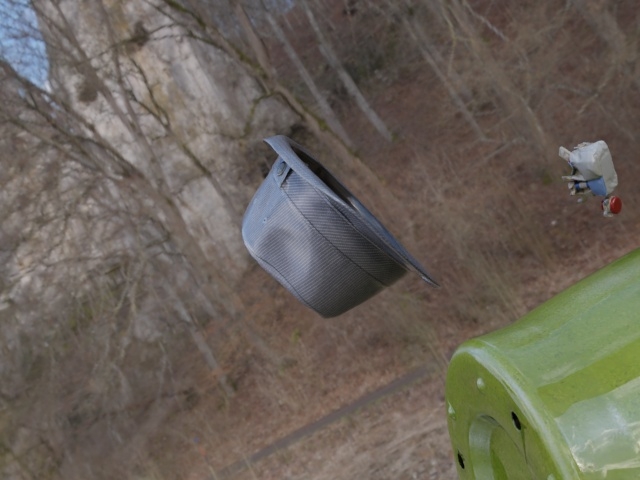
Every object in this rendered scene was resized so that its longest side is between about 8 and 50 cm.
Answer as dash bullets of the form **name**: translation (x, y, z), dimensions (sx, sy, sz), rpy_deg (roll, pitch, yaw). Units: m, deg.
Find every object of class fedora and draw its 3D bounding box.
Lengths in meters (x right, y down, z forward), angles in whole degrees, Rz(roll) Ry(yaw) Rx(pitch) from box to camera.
- **fedora**: translation (0.000, 0.000, 0.808), dimensions (0.124, 0.275, 0.244), rpy_deg (-47, -47, 8)

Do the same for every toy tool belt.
- **toy tool belt**: translation (0.290, -0.066, 0.757), dimensions (0.052, 0.083, 0.051), rpy_deg (-38, 24, -30)

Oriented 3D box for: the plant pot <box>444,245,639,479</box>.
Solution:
- **plant pot**: translation (0.297, 0.145, 0.515), dimensions (0.353, 0.366, 0.366), rpy_deg (-14, -15, -10)
